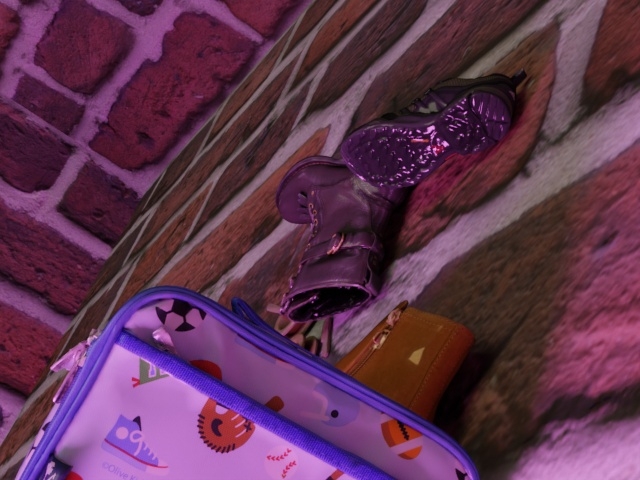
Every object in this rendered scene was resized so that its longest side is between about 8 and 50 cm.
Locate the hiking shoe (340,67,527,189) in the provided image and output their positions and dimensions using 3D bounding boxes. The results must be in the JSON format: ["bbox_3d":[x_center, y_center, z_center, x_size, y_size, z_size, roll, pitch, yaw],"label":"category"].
[{"bbox_3d":[0.129,-0.128,1.187,0.227,0.086,0.114,-14,22,38],"label":"hiking shoe"}]

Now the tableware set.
[{"bbox_3d":[-0.037,0.117,1.287,0.128,0.039,0.194,-50,16,23],"label":"tableware set"}]

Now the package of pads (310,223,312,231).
[{"bbox_3d":[0.011,-0.026,1.453,0.050,0.032,0.083,-52,15,20],"label":"package of pads"}]

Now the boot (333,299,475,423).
[{"bbox_3d":[0.019,0.153,0.949,0.211,0.104,0.295,-55,19,-19],"label":"boot"}]

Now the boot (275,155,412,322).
[{"bbox_3d":[0.000,0.000,1.278,0.263,0.091,0.229,-18,40,48],"label":"boot"}]

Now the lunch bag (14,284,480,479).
[{"bbox_3d":[-0.056,0.174,0.712,0.243,0.303,0.115,-61,7,-14],"label":"lunch bag"}]
